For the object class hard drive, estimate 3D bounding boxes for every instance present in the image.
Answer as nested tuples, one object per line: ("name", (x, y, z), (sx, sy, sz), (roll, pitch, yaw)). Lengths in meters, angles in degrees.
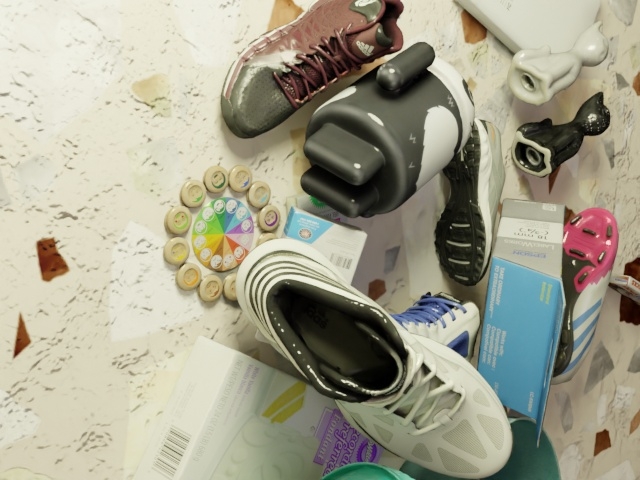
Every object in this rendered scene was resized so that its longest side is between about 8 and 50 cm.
("hard drive", (0.351, -0.411, 1.516), (0.307, 0.040, 0.203), (28, 80, -40))

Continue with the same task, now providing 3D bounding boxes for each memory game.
("memory game", (-0.125, -0.008, 1.202), (0.186, 0.012, 0.186), (-9, 104, -40))

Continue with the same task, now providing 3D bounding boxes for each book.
("book", (0.000, 0.000, 1.301), (0.096, 0.035, 0.144), (-18, 107, -41))

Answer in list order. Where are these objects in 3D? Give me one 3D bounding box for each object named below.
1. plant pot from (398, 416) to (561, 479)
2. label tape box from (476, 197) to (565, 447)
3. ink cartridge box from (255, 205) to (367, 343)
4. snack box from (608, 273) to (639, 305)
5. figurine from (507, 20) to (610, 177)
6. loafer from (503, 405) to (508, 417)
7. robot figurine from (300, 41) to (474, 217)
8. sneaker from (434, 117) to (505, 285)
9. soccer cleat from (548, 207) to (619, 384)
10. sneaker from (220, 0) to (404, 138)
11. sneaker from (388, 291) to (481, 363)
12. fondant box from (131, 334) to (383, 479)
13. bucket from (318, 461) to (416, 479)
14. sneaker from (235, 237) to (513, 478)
("plant pot", (0.226, 0.415, 1.432), (0.290, 0.195, 0.290), (4, 85, -51))
("label tape box", (0.300, 0.109, 1.383), (0.334, 0.105, 0.241), (-60, 155, -62))
("ink cartridge box", (-0.018, 0.056, 1.235), (0.104, 0.060, 0.180), (18, 98, -12))
("snack box", (0.629, 0.103, 1.829), (0.178, 0.064, 0.022), (26, 79, -40))
("figurine", (0.416, -0.244, 1.541), (0.209, 0.092, 0.215), (-30, 126, -28))
("loafer", (0.285, 0.343, 1.586), (0.148, 0.056, 0.050), (-49, 119, -23))
("robot figurine", (0.094, -0.143, 1.246), (0.278, 0.209, 0.174), (-40, 100, -37))
("sneaker", (0.250, -0.061, 1.458), (0.108, 0.100, 0.272), (-6, 102, -45))
("soccer cleat", (0.460, 0.104, 1.671), (0.143, 0.116, 0.331), (30, 80, -56))
("sneaker", (0.004, -0.236, 1.171), (0.281, 0.162, 0.106), (-50, 125, -23))
("sneaker", (0.142, 0.143, 1.397), (0.315, 0.127, 0.182), (40, 68, -45))
("fondant box", (-0.072, 0.301, 1.249), (0.330, 0.096, 0.238), (32, 77, -40))
("bucket", (0.047, 0.425, 1.140), (0.183, 0.281, 0.281), (-26, 114, -44))
("sneaker", (0.083, 0.187, 1.111), (0.447, 0.257, 0.169), (39, 94, -14))
